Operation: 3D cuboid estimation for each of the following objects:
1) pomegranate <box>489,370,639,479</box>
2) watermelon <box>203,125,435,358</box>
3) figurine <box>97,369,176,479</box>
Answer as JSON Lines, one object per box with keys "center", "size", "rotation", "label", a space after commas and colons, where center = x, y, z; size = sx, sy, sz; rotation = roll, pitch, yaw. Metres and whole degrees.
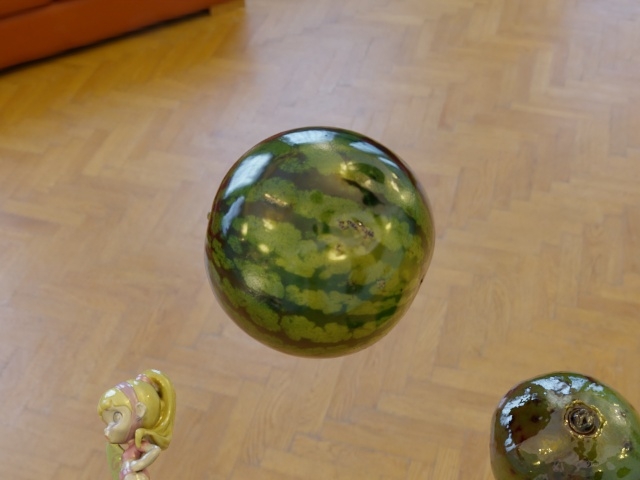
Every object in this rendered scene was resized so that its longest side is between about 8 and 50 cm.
{"center": [0.314, 0.273, 1.039], "size": [0.202, 0.248, 0.202], "rotation": [-3, 52, 4], "label": "pomegranate"}
{"center": [0.000, 0.000, 0.985], "size": [0.285, 0.285, 0.285], "rotation": [-1, 46, 1], "label": "watermelon"}
{"center": [-0.178, 0.220, 0.823], "size": [0.083, 0.083, 0.187], "rotation": [-11, 60, -8], "label": "figurine"}
